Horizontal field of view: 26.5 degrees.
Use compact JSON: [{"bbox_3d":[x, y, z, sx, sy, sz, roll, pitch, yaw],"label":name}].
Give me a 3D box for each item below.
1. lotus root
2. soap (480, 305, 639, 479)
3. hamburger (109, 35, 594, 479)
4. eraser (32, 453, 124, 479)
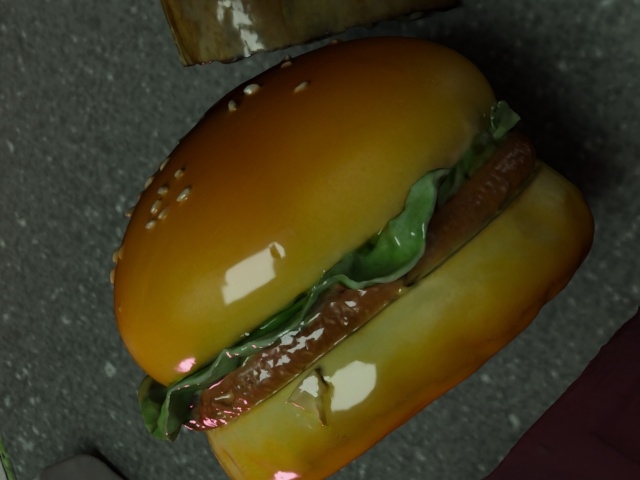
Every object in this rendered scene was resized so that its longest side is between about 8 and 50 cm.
[{"bbox_3d":[-0.030,-0.150,0.711,0.159,0.095,0.135,-21,95,31],"label":"lotus root"},{"bbox_3d":[0.262,0.158,0.577,0.359,0.233,0.128,15,115,27],"label":"soap"},{"bbox_3d":[0.001,-0.001,0.666,0.246,0.246,0.170,-37,91,38],"label":"hamburger"},{"bbox_3d":[-0.199,0.304,1.017,0.174,0.095,0.270,53,129,20],"label":"eraser"}]
